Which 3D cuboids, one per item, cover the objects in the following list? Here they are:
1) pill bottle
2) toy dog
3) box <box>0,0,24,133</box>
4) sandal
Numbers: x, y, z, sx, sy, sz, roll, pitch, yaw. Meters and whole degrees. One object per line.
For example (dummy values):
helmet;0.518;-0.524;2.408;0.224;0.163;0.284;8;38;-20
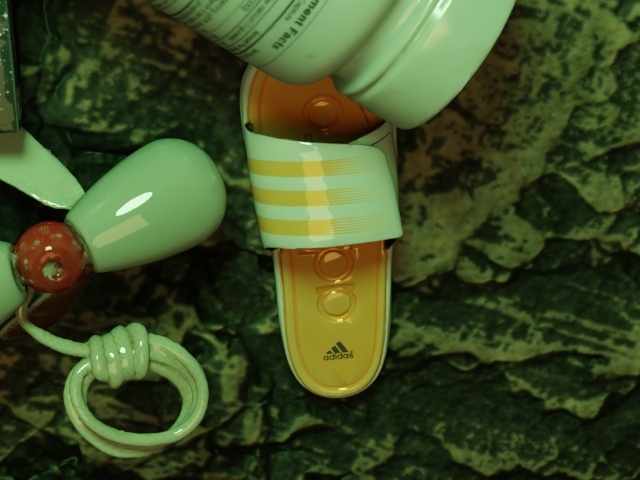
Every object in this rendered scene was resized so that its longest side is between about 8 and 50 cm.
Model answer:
pill bottle;-0.033;-0.191;0.996;0.283;0.160;0.160;30;108;-18
toy dog;-0.237;0.022;1.104;0.333;0.161;0.220;-2;107;-19
box;-0.268;-0.176;1.024;0.159;0.044;0.233;-4;106;-3
sandal;0.011;-0.001;1.133;0.102;0.076;0.265;-9;115;-2
